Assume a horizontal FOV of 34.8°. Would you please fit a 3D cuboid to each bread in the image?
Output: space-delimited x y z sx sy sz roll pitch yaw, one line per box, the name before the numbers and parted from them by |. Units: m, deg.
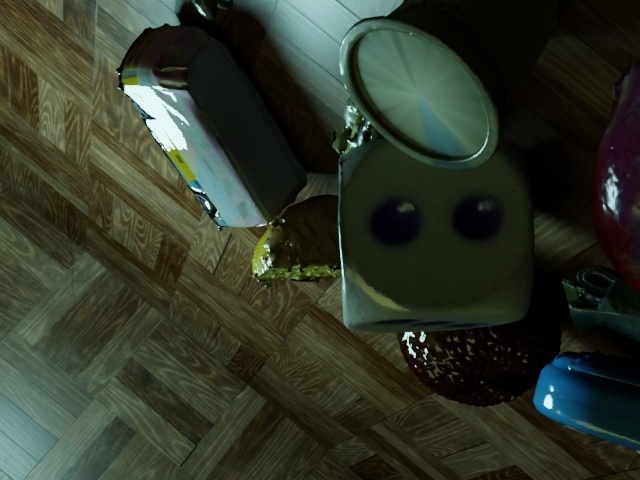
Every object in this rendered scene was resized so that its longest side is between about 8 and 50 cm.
bread | 0.005 -0.001 1.819 0.160 0.260 0.147 154 112 -67

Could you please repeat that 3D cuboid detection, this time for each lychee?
lychee | 0.252 0.143 1.639 0.260 0.260 0.261 33 156 16

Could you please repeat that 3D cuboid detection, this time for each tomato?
tomato | 0.432 -0.030 1.125 0.289 0.176 0.335 17 147 37

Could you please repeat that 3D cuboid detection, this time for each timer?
timer | 0.479 0.242 1.450 0.340 0.115 0.309 16 180 18

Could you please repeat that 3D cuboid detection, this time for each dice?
dice | 0.151 -0.002 1.399 0.251 0.243 0.259 -4 172 2

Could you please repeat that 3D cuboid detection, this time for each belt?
belt | 0.479 0.123 1.437 0.302 0.087 0.072 23 161 35

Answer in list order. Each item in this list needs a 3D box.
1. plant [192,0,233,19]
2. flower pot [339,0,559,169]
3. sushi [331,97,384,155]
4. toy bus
plant | -0.202 -0.429 1.388 0.274 0.146 0.149 48 168 -16
flower pot | 0.160 -0.222 1.145 0.212 0.203 0.212 34 158 16
sushi | 0.109 -0.185 1.408 0.291 0.139 0.131 116 147 -62
toy bus | -0.176 -0.200 1.767 0.162 0.171 0.386 3 138 40
